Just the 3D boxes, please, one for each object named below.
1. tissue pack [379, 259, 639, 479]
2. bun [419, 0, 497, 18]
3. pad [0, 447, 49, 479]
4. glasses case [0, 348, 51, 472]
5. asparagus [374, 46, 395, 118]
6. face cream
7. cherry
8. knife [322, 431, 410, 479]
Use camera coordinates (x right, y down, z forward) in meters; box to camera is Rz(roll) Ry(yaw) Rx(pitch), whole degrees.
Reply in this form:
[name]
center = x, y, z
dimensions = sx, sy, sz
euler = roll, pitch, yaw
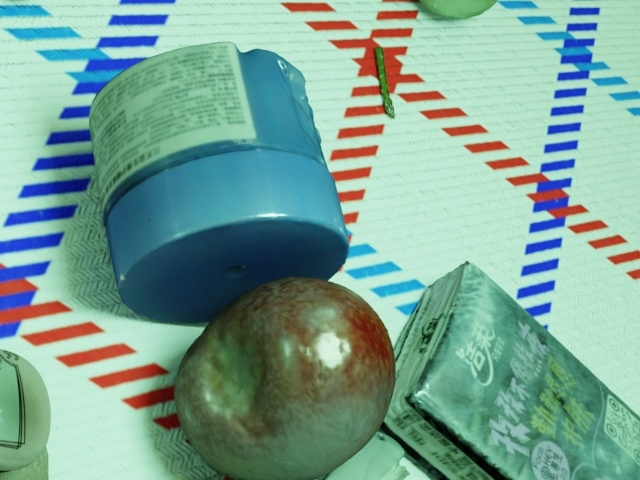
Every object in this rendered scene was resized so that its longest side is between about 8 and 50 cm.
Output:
[tissue pack]
center = 0.250, 0.224, 1.765
dimensions = 0.361, 0.122, 0.259
euler = 40, 43, -13
[bun]
center = 0.182, -0.413, 2.098
dimensions = 0.195, 0.118, 0.195
euler = 21, 58, -36
[pad]
center = -0.323, 0.285, 1.297
dimensions = 0.176, 0.002, 0.266
euler = 14, 56, -35
[glasses case]
center = -0.388, 0.144, 1.269
dimensions = 0.314, 0.075, 0.122
euler = 9, 58, -34
[asparagus]
center = 0.088, -0.217, 1.967
dimensions = 0.015, 0.014, 0.114
euler = 4, 62, -21
[face cream]
center = -0.111, -0.062, 1.522
dimensions = 0.249, 0.249, 0.225
euler = 7, 60, -39
[cherry]
center = -0.021, 0.153, 1.487
dimensions = 0.239, 0.239, 0.206
euler = 8, 37, -38
[knife]
center = 0.040, 0.262, 1.524
dimensions = 0.073, 0.040, 0.265
euler = 23, 14, 13
